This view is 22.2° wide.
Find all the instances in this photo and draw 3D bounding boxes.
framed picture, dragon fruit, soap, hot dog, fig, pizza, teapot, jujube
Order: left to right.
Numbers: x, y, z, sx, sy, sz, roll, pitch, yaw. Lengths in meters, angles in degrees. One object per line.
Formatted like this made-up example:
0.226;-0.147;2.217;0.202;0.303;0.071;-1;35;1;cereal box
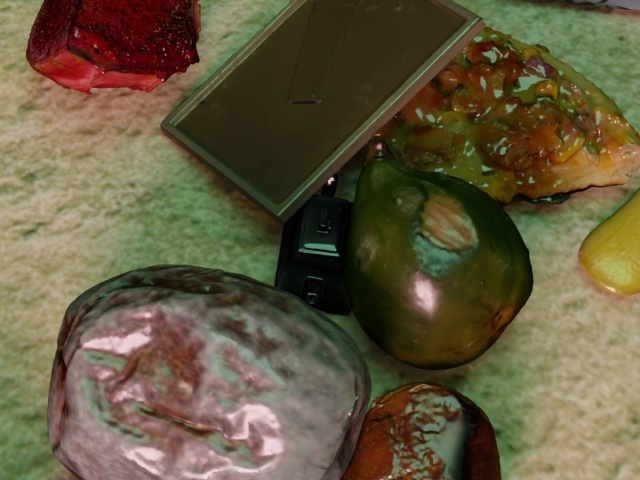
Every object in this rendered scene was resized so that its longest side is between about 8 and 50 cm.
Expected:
-0.239;-0.255;1.848;0.189;0.163;0.261;-8;51;24;dragon fruit
-0.116;0.147;1.564;0.308;0.215;0.246;24;91;12;jujube
-0.003;-0.181;1.795;0.315;0.024;0.232;-45;50;-8;framed picture
0.000;0.000;1.731;0.087;0.096;0.177;9;57;1;teapot
0.094;0.252;1.581;0.160;0.099;0.227;16;59;5;hot dog
0.106;0.008;1.685;0.195;0.195;0.245;-25;62;-19;fig
0.159;-0.143;1.831;0.409;0.114;0.277;25;53;17;pizza
0.356;-0.004;1.801;0.089;0.033;0.168;42;64;17;soap

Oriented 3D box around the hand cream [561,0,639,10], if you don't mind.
0.322;-0.317;1.984;0.271;0.058;0.091;6;46;-5;hand cream
